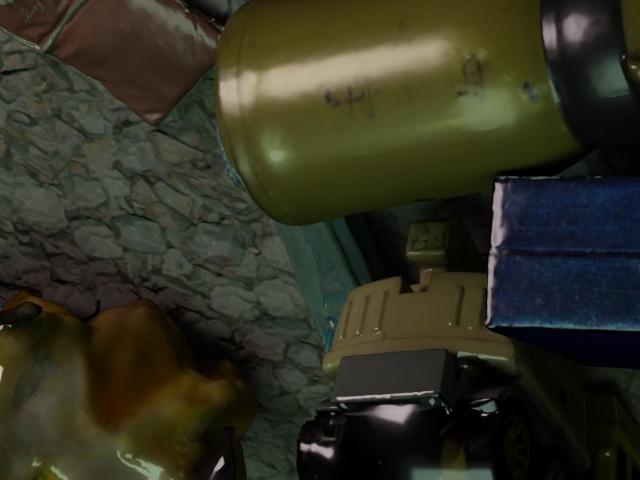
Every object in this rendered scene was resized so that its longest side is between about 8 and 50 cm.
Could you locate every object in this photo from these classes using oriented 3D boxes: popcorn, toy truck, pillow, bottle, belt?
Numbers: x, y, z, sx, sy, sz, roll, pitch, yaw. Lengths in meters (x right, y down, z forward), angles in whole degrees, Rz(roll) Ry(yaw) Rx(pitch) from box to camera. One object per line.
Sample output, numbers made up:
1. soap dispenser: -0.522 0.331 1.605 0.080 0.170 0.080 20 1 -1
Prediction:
1. popcorn: -0.205 0.185 1.620 0.316 0.297 0.281 62 164 11
2. toy truck: 0.146 0.169 1.449 0.181 0.254 0.405 -5 145 30
3. pillow: -0.188 -0.183 1.376 0.232 0.043 0.126 32 136 -11
4. bottle: 0.116 -0.115 1.227 0.351 0.171 0.171 -8 129 27
5. belt: 0.000 0.000 1.449 0.072 0.087 0.302 -6 131 24

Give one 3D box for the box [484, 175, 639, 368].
1. box: 0.280 0.033 1.245 0.261 0.116 0.279 -1 171 23
